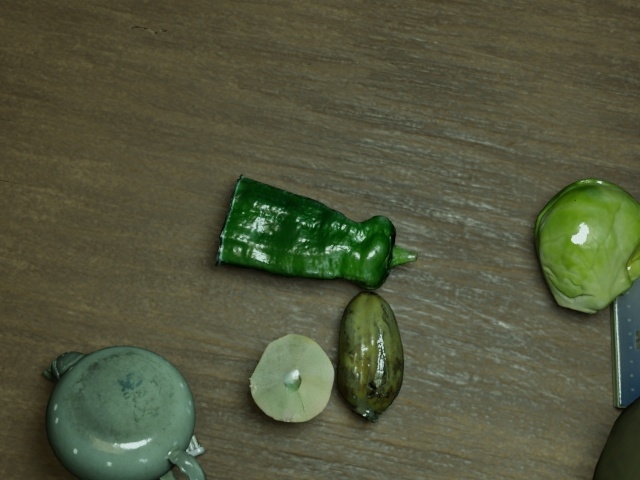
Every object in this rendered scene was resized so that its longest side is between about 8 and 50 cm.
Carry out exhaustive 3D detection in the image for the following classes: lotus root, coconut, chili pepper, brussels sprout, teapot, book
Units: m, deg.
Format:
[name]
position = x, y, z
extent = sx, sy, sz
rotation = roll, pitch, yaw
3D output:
[lotus root]
position = 0.069, 0.158, 1.394
extent = 0.089, 0.080, 0.179
rotation = -2, 75, 14
[coconut]
position = -0.037, 0.186, 1.369
extent = 0.116, 0.122, 0.116
rotation = 0, 80, 0
[chili pepper]
position = 0.000, 0.000, 1.413
extent = 0.270, 0.099, 0.136
rotation = 14, 45, 2
[brussels sprout]
position = 0.362, 0.002, 1.398
extent = 0.145, 0.131, 0.183
rotation = 35, 82, -16
[teapot]
position = -0.262, 0.237, 1.348
extent = 0.294, 0.129, 0.193
rotation = 39, 55, 14
[book]
position = 0.540, 0.139, 1.420
extent = 0.269, 0.025, 0.191
rotation = 1, 79, 1

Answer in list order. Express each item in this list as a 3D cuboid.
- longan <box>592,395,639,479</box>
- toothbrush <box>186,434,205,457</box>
[longan]
position = 0.520, 0.341, 1.234
extent = 0.404, 0.336, 0.405
rotation = 17, 55, -26
[toothbrush]
position = -0.319, 0.347, 1.394
extent = 0.342, 0.025, 0.030
rotation = -24, 73, -4
